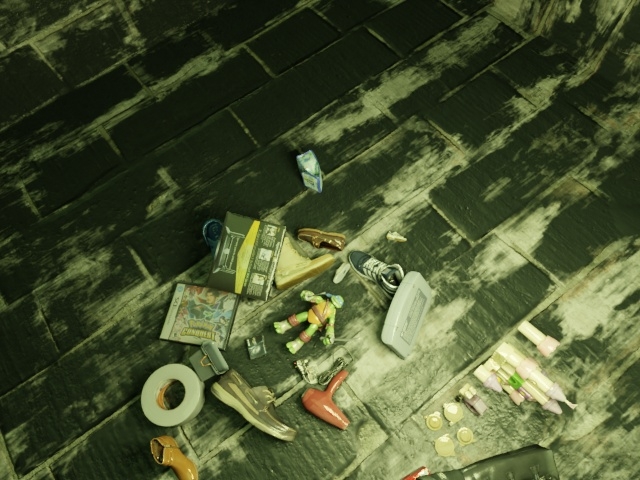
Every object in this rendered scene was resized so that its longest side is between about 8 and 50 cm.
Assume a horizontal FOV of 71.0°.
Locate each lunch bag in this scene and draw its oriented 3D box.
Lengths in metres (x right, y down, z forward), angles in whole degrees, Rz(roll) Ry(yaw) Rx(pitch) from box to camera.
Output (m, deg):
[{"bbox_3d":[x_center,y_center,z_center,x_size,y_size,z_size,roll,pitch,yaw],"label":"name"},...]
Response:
[{"bbox_3d":[-0.039,-0.300,2.000,0.096,0.128,0.151,-28,67,-7],"label":"lunch bag"}]

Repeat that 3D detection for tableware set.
[{"bbox_3d":[0.447,0.655,1.559,0.141,0.020,0.168,-21,70,1],"label":"tableware set"}]

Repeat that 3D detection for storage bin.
[{"bbox_3d":[-0.429,0.460,1.685,0.091,0.098,0.135,-37,79,11],"label":"storage bin"}]

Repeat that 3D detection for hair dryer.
[{"bbox_3d":[0.035,0.537,1.624,0.224,0.080,0.293,-15,65,-2],"label":"hair dryer"}]

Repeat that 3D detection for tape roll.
[{"bbox_3d":[-0.543,0.574,1.665,0.220,0.072,0.218,-2,64,5],"label":"tape roll"}]

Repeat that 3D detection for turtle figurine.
[{"bbox_3d":[-0.036,0.297,1.661,0.266,0.197,0.274,-36,24,7],"label":"turtle figurine"}]

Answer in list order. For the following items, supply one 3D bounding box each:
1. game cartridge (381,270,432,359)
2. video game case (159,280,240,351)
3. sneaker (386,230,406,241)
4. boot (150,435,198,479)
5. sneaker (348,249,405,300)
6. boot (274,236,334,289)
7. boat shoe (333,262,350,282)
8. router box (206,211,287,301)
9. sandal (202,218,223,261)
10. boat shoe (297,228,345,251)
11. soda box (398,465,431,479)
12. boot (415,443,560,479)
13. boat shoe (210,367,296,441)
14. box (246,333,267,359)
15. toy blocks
[{"bbox_3d":[0.321,0.272,1.661,0.060,0.196,0.294,10,64,36],"label":"game cartridge"},{"bbox_3d":[-0.480,0.300,1.809,0.275,0.035,0.248,7,65,9],"label":"video game case"},{"bbox_3d":[0.322,-0.020,1.888,0.084,0.032,0.036,12,67,10],"label":"sneaker"},{"bbox_3d":[-0.504,0.756,1.529,0.073,0.152,0.197,-41,68,-13],"label":"boot"},{"bbox_3d":[0.226,0.113,1.766,0.099,0.153,0.282,-43,68,-15],"label":"sneaker"},{"bbox_3d":[-0.092,0.064,1.850,0.262,0.095,0.203,-26,65,4],"label":"boot"},{"bbox_3d":[0.080,0.131,1.842,0.035,0.035,0.100,22,70,44],"label":"boat shoe"},{"bbox_3d":[-0.288,0.064,1.774,0.243,0.081,0.308,15,85,1],"label":"router box"},{"bbox_3d":[-0.416,0.031,1.876,0.126,0.138,0.317,-28,67,-10],"label":"sandal"},{"bbox_3d":[0.000,0.000,1.885,0.207,0.073,0.072,8,64,9],"label":"boat shoe"},{"bbox_3d":[0.250,0.838,1.454,0.264,0.092,0.083,-27,68,-8],"label":"soda box"},{"bbox_3d":[0.536,0.858,1.393,0.446,0.146,0.366,-7,95,-16],"label":"boot"},{"bbox_3d":[-0.226,0.578,1.601,0.356,0.132,0.130,29,71,16],"label":"boat shoe"},{"bbox_3d":[-0.246,0.413,1.742,0.067,0.018,0.083,-16,65,-3],"label":"box"},{"bbox_3d":[0.662,0.485,1.475,0.309,0.288,0.260,-38,62,-16],"label":"toy blocks"}]
